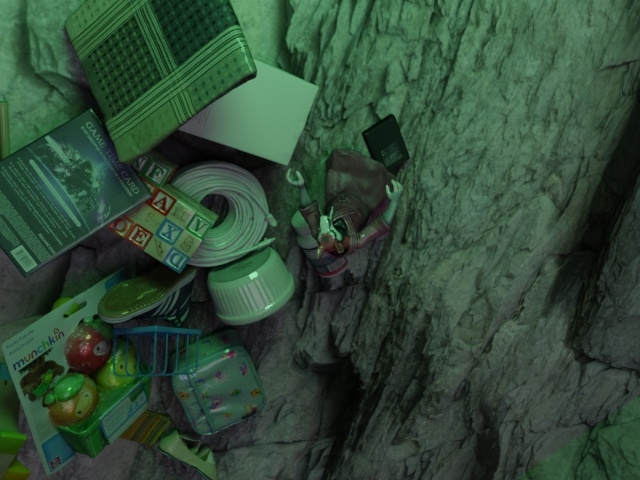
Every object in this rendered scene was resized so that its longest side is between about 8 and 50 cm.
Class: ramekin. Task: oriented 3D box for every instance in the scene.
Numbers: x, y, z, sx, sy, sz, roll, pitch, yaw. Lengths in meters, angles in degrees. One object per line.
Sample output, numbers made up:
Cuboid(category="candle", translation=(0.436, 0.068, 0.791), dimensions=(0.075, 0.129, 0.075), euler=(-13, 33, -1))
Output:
Cuboid(category="ramekin", translation=(-0.174, 0.098, 1.303), dimensions=(0.207, 0.207, 0.109), euler=(-27, 115, -11))

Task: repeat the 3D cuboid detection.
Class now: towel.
Cuboid(category="towel", translation=(-0.282, -0.334, 0.933), dimensions=(0.324, 0.313, 0.056), euler=(-26, 173, 24))
Cuboid(category="towel", translation=(-0.527, 0.487, 1.442), dimensions=(0.237, 0.021, 0.102), euler=(29, 100, -35))

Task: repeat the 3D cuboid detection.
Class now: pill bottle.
Cuboid(category="pill bottle", translation=(0.000, 0.000, 1.391), dimensions=(0.107, 0.108, 0.180), euler=(-35, 126, -6))

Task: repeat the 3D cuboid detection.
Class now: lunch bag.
Cuboid(category="lunch bag", translation=(-0.280, 0.393, 1.461), dimensions=(0.223, 0.108, 0.279), euler=(-23, 124, -14))

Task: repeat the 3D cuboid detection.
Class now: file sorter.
Cuboid(category="file sorter", translation=(-0.365, 0.250, 1.215), dimensions=(0.118, 0.105, 0.170), euler=(-7, 166, 20))

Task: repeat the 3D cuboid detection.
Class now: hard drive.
Cuboid(category="hard drive", translation=(0.171, -0.245, 1.397), dimensions=(0.094, 0.022, 0.135), euler=(-33, 126, -7))

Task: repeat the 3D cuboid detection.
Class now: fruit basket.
Cuboid(category="fruit basket", translation=(-0.500, 0.283, 1.192), dimensions=(0.327, 0.165, 0.354), euler=(-44, 143, -55))

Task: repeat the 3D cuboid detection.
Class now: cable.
Cuboid(category="cable", translation=(-0.247, -0.063, 1.246), dimensions=(0.256, 0.089, 0.257), euler=(-26, 124, -11))

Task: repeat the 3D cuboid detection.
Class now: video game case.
Cuboid(category="video game case", translation=(-0.484, -0.089, 1.001), dimensions=(0.274, 0.026, 0.196), euler=(-35, 103, -11))

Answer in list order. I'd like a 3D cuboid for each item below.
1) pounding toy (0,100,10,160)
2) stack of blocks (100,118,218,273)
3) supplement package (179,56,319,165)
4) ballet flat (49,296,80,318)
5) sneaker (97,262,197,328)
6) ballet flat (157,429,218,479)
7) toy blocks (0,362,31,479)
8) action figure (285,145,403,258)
Cuboid(category="pounding toy", translation=(-0.689, -0.158, 0.980), dimensions=(0.236, 0.110, 0.183), euler=(-25, 122, -46))
Cuboid(category="stack of blocks", translation=(-0.359, -0.090, 1.100), dimensions=(0.297, 0.087, 0.171), euler=(35, 99, -10))
Cuboid(category="supplement package", translation=(-0.187, -0.294, 1.095), dimensions=(0.292, 0.175, 0.178), euler=(15, 106, -32))
Cuboid(category="ballet flat", translation=(-0.607, 0.236, 1.231), dimensions=(0.077, 0.077, 0.231), euler=(17, 108, -26))
Cuboid(category="sneaker", translation=(-0.381, 0.152, 1.219), dimensions=(0.282, 0.099, 0.153), euler=(-39, 149, -57))
Cuboid(category="ballet flat", translation=(-0.361, 0.622, 1.569), dimensions=(0.086, 0.086, 0.248), euler=(-40, 126, -2))
Cuboid(category="toy blocks", translation=(-0.759, 0.442, 1.170), dimensions=(0.190, 0.261, 0.381), euler=(25, 110, -37))
Cuboid(category="action figure", translation=(0.048, -0.059, 1.259), dimensions=(0.247, 0.370, 0.276), euler=(18, 131, 9))
